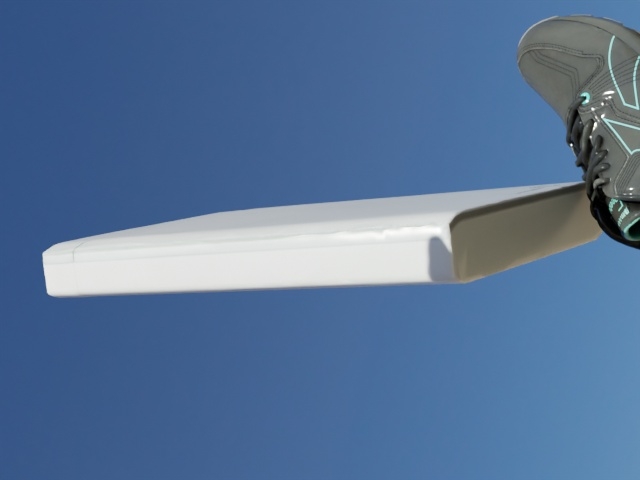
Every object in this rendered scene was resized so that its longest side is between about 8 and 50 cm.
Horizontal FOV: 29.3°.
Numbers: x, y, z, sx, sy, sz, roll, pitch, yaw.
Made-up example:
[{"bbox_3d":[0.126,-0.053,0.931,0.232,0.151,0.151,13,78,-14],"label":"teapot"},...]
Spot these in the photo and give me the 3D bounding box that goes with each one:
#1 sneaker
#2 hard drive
[{"bbox_3d":[0.222,-0.067,0.862,0.106,0.267,0.101,-37,-35,-13],"label":"sneaker"},{"bbox_3d":[0.000,0.000,0.917,0.233,0.353,0.047,-13,-82,-54],"label":"hard drive"}]
